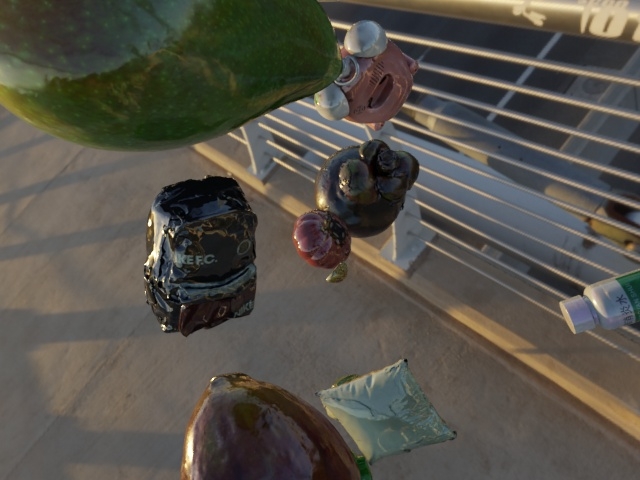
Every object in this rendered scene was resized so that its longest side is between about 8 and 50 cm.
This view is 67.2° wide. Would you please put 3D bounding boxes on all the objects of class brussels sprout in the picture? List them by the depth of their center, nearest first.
[{"bbox_3d":[0.094,0.533,1.619,0.161,0.180,0.144,-24,84,55],"label":"brussels sprout"}]

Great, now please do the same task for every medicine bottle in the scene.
[{"bbox_3d":[0.598,0.104,0.911,0.259,0.095,0.095,-22,50,16],"label":"medicine bottle"}]

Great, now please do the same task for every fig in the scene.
[{"bbox_3d":[-0.073,0.306,0.626,0.223,0.263,0.224,-29,23,13],"label":"fig"}]

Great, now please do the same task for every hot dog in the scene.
[{"bbox_3d":[0.044,0.079,1.123,0.030,0.034,0.090,-49,-2,27],"label":"hot dog"}]

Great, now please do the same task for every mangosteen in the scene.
[{"bbox_3d":[0.174,-0.218,1.910,0.421,0.380,0.381,-55,41,29],"label":"mangosteen"}]

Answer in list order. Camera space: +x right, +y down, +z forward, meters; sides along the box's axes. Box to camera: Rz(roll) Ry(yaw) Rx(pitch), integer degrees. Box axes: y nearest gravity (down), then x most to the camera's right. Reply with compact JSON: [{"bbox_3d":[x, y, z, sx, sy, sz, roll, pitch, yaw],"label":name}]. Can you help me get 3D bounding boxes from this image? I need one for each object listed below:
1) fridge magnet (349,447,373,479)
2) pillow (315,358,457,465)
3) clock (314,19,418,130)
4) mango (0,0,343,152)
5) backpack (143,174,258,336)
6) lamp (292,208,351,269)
[{"bbox_3d":[0.116,0.777,1.548,0.088,0.208,0.208,-6,49,-12],"label":"fridge magnet"},{"bbox_3d":[0.192,0.511,1.417,0.312,0.310,0.119,-30,15,21],"label":"pillow"},{"bbox_3d":[0.078,-0.267,0.806,0.093,0.162,0.166,45,116,29],"label":"clock"},{"bbox_3d":[-0.132,-0.197,0.473,0.381,0.201,0.225,-12,38,-36],"label":"mango"},{"bbox_3d":[-0.117,0.019,0.487,0.119,0.165,0.106,-20,54,-28],"label":"backpack"},{"bbox_3d":[0.000,0.000,1.358,0.140,0.182,0.182,-39,42,36],"label":"lamp"}]
